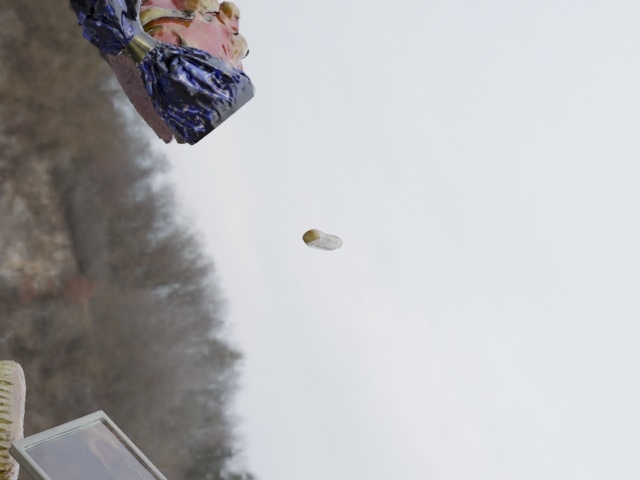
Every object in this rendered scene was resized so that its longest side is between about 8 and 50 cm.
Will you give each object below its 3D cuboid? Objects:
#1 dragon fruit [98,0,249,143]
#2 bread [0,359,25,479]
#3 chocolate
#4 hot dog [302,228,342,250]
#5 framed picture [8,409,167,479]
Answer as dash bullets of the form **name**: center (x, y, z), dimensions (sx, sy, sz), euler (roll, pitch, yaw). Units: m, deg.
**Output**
- **dragon fruit**: center (-0.272, -0.385, 2.249), dimensions (0.314, 0.263, 0.296), euler (60, -17, -13)
- **bread**: center (-0.627, 0.350, 2.110), dimensions (0.227, 0.142, 0.253), euler (111, -26, -42)
- **chocolate**: center (-0.248, -0.275, 1.528), dimensions (0.343, 0.126, 0.148), euler (44, -19, -2)
- **hot dog**: center (0.000, -0.001, 1.840), dimensions (0.137, 0.044, 0.028), euler (10, 60, -70)
- **framed picture**: center (-0.341, 0.367, 1.751), dimensions (0.211, 0.020, 0.289), euler (44, 12, 11)
